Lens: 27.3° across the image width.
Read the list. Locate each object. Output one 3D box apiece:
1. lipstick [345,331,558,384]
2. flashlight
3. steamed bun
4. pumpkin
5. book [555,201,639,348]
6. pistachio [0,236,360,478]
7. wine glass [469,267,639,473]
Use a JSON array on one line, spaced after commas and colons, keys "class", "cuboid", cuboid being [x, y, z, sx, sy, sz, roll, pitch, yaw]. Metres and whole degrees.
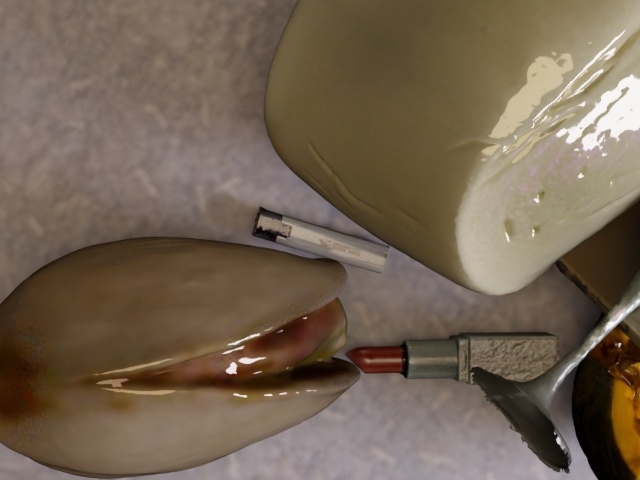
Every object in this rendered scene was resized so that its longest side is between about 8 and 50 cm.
[{"class": "lipstick", "cuboid": [0.079, 0.072, 0.807, 0.129, 0.030, 0.030, 0, 92, -7]}, {"class": "flashlight", "cuboid": [0.000, 0.000, 0.801, 0.083, 0.018, 0.018, 17, 91, -7]}, {"class": "steamed bun", "cuboid": [0.102, -0.105, 0.709, 0.250, 0.154, 0.200, -47, 54, -9]}, {"class": "pumpkin", "cuboid": [0.214, 0.083, 0.786, 0.119, 0.108, 0.183, 36, 71, -10]}, {"class": "book", "cuboid": [0.244, -0.025, 0.746, 0.217, 0.021, 0.310, -39, 63, -7]}, {"class": "pistachio", "cuboid": [-0.083, 0.062, 0.733, 0.215, 0.144, 0.143, -10, 93, -14]}, {"class": "wine glass", "cuboid": [0.193, 0.004, 0.697, 0.262, 0.074, 0.074, -44, 96, -11]}]
